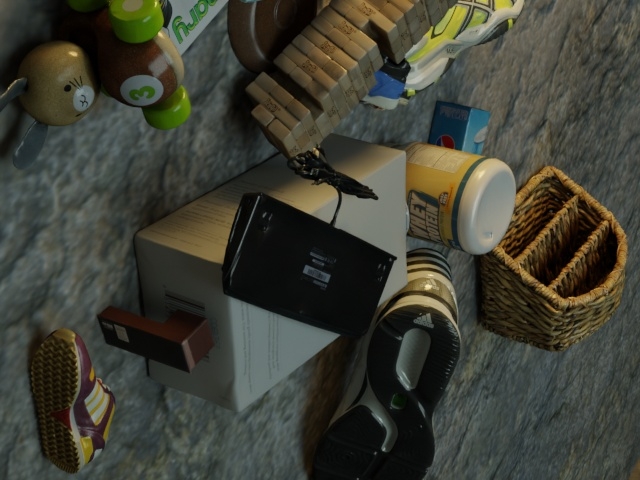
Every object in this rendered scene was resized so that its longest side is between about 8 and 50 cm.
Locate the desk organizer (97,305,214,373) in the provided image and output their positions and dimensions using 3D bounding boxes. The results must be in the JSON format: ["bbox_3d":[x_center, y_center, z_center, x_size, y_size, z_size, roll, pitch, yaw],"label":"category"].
[{"bbox_3d":[-0.191,0.106,1.419,0.050,0.130,0.047,-47,139,-39],"label":"desk organizer"}]

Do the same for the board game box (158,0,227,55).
[{"bbox_3d":[-0.144,-0.354,1.355,0.305,0.053,0.193,-55,144,-26],"label":"board game box"}]

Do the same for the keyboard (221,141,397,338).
[{"bbox_3d":[0.000,0.000,1.470,0.317,0.033,0.202,25,85,-55],"label":"keyboard"}]

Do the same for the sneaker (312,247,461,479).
[{"bbox_3d":[0.121,0.204,1.892,0.257,0.169,0.447,-73,-178,-54],"label":"sneaker"}]

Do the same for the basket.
[{"bbox_3d":[0.448,0.034,2.260,0.299,0.213,0.223,-39,135,-41],"label":"basket"}]

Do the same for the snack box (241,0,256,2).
[{"bbox_3d":[-0.025,-0.436,1.327,0.187,0.060,0.322,-17,121,-23],"label":"snack box"}]

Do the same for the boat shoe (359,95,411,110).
[{"bbox_3d":[0.092,-0.211,1.778,0.137,0.049,0.043,-23,125,-55],"label":"boat shoe"}]

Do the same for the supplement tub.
[{"bbox_3d":[0.174,-0.068,1.819,0.144,0.199,0.144,-28,125,-48],"label":"supplement tub"}]

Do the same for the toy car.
[{"bbox_3d":[-0.246,-0.156,1.228,0.188,0.149,0.155,-43,148,-22],"label":"toy car"}]

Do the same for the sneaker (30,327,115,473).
[{"bbox_3d":[-0.277,0.171,1.389,0.084,0.069,0.185,-39,141,-53],"label":"sneaker"}]

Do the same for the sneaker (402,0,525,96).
[{"bbox_3d":[0.184,-0.355,1.761,0.385,0.145,0.147,-47,139,-37],"label":"sneaker"}]

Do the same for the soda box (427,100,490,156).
[{"bbox_3d":[0.211,-0.116,1.976,0.071,0.067,0.210,0,104,-56],"label":"soda box"}]

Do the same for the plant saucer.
[{"bbox_3d":[-0.053,-0.292,1.542,0.168,0.029,0.168,-29,127,-48],"label":"plant saucer"}]

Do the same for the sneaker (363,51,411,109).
[{"bbox_3d":[0.047,-0.233,1.620,0.058,0.152,0.085,-100,-152,-56],"label":"sneaker"}]

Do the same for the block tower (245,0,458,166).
[{"bbox_3d":[0.048,-0.254,1.543,0.335,0.091,0.097,-46,160,-5],"label":"block tower"}]

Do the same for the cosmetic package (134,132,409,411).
[{"bbox_3d":[-0.047,0.026,1.579,0.385,0.156,0.217,-33,130,-47],"label":"cosmetic package"}]
